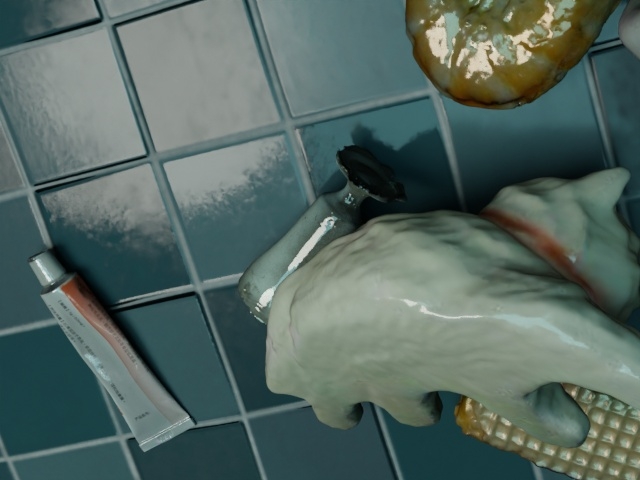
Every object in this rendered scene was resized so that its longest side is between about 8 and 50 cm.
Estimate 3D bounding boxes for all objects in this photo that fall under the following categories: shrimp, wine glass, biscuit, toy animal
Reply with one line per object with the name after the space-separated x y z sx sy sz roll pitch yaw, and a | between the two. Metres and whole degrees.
0.169 -0.225 0.883 0.152 0.063 0.287 41 114 9 | shrimp
0.000 0.000 0.991 0.072 0.072 0.155 37 113 -2 | wine glass
0.302 0.176 0.994 0.379 0.054 0.094 17 111 6 | biscuit
0.104 0.047 0.938 0.266 0.188 0.308 18 154 -10 | toy animal

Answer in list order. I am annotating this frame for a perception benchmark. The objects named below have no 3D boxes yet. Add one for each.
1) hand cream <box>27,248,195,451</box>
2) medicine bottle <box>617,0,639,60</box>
-0.196 0.098 1.089 0.052 0.038 0.216 -17 113 42 | hand cream
0.385 -0.105 0.793 0.325 0.212 0.212 42 112 -4 | medicine bottle
